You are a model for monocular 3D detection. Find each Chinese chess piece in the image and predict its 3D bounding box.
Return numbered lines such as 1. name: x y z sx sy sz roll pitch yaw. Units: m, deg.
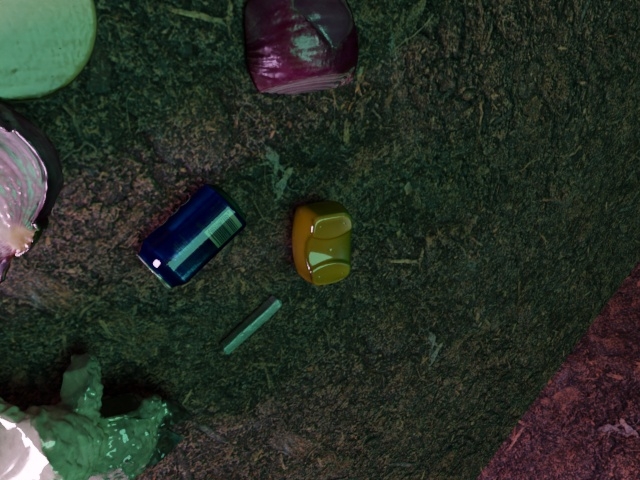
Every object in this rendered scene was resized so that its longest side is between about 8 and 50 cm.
1. Chinese chess piece: -0.456 -0.327 0.868 0.251 0.097 0.250 -16 119 -31

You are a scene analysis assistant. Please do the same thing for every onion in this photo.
1. onion: -0.549 -0.119 0.860 0.267 0.159 0.349 -46 114 7
2. onion: -0.016 -0.396 1.150 0.250 0.111 0.247 -16 120 -28

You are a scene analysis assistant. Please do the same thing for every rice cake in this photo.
1. rice cake: -0.157 0.190 1.355 0.171 0.033 0.029 -43 125 -12

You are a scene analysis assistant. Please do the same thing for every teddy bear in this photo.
1. teddy bear: -0.492 0.351 1.142 0.362 0.375 0.327 -24 135 -78

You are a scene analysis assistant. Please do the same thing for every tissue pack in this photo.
1. tissue pack: 0.000 0.000 1.329 0.123 0.127 0.178 -10 115 -25

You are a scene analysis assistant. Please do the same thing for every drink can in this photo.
1. drink can: -0.246 -0.008 1.149 0.205 0.118 0.118 -44 129 -12
